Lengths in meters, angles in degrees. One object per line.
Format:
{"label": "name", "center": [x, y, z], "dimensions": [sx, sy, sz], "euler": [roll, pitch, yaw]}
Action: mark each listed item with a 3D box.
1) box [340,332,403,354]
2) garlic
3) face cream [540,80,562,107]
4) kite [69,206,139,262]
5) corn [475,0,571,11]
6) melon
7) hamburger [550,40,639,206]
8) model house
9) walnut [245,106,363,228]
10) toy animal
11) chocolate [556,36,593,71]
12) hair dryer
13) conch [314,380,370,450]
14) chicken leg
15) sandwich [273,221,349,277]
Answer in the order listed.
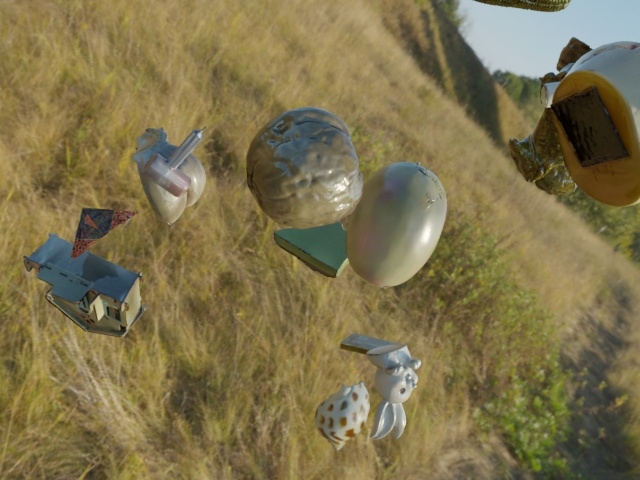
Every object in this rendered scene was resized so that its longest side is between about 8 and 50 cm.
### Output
{"label": "box", "center": [0.142, 0.295, 1.539], "dimensions": [0.156, 0.022, 0.089], "euler": [7, 12, 24]}
{"label": "garlic", "center": [-0.449, -0.169, 1.589], "dimensions": [0.210, 0.237, 0.292], "euler": [-40, 120, -37]}
{"label": "face cream", "center": [0.640, -0.350, 1.280], "dimensions": [0.092, 0.243, 0.058], "euler": [-82, 163, -54]}
{"label": "kite", "center": [-0.612, -0.050, 1.494], "dimensions": [0.125, 0.222, 0.008], "euler": [46, -15, 20]}
{"label": "corn", "center": [0.345, -0.443, 0.965], "dimensions": [0.203, 0.072, 0.072], "euler": [4, 29, -8]}
{"label": "melon", "center": [0.182, -0.041, 1.344], "dimensions": [0.223, 0.317, 0.223], "euler": [22, 11, -5]}
{"label": "hamburger", "center": [0.551, -0.208, 1.014], "dimensions": [0.227, 0.151, 0.295], "euler": [20, -41, 63]}
{"label": "model house", "center": [-0.662, 0.157, 1.575], "dimensions": [0.326, 0.244, 0.169], "euler": [24, 52, 6]}
{"label": "walnut", "center": [-0.036, -0.138, 1.098], "dimensions": [0.248, 0.248, 0.248], "euler": [37, 20, -16]}
{"label": "toy animal", "center": [0.178, 0.362, 1.300], "dimensions": [0.103, 0.130, 0.221], "euler": [-1, 81, -50]}
{"label": "chocolate", "center": [0.770, -0.512, 1.624], "dimensions": [0.148, 0.093, 0.214], "euler": [37, 24, 13]}
{"label": "hair dryer", "center": [-0.194, -0.119, 0.787], "dimensions": [0.063, 0.114, 0.037], "euler": [37, 19, -27]}
{"label": "conch", "center": [0.071, 0.593, 1.843], "dimensions": [0.182, 0.275, 0.149], "euler": [0, 50, -15]}
{"label": "chicken leg", "center": [0.609, -0.283, 1.482], "dimensions": [0.361, 0.211, 0.140], "euler": [65, 29, -29]}
{"label": "sandwich", "center": [0.000, 0.000, 1.810], "dimensions": [0.245, 0.063, 0.212], "euler": [32, 45, 13]}
